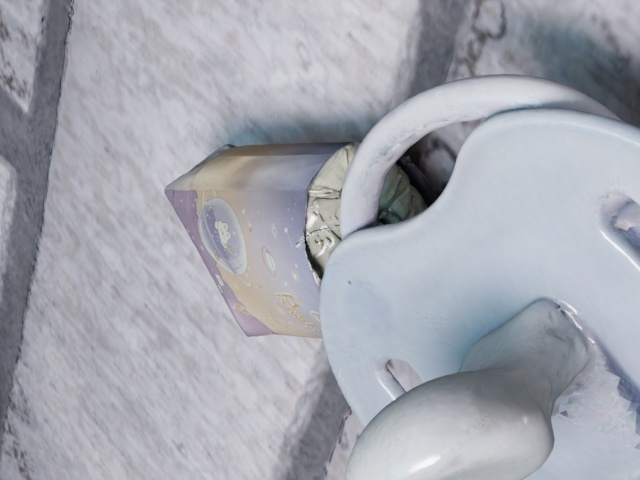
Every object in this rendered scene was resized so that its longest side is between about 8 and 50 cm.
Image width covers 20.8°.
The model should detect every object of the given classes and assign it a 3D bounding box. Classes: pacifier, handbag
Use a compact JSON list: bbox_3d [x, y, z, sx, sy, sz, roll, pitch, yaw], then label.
[{"bbox_3d":[0.073,0.059,0.804,0.227,0.207,0.279,46,137,-2],"label":"pacifier"},{"bbox_3d":[0.000,0.000,0.985,0.173,0.095,0.117,3,127,55],"label":"handbag"}]
